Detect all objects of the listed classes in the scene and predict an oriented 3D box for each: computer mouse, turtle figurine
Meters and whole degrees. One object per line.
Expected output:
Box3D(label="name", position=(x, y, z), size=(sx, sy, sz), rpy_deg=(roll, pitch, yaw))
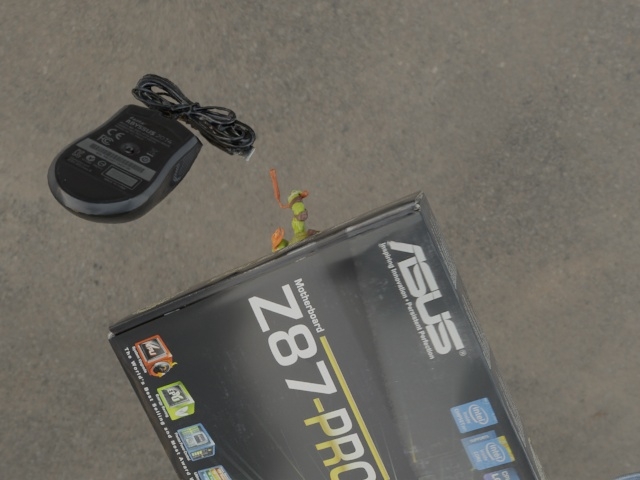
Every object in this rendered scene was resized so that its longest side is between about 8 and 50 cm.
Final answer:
Box3D(label="computer mouse", position=(-0.222, -0.100, 0.678), size=(0.188, 0.272, 0.072), rpy_deg=(31, 136, 4))
Box3D(label="turtle figurine", position=(0.000, 0.000, 0.927), size=(0.217, 0.087, 0.269), rpy_deg=(-5, 98, 17))

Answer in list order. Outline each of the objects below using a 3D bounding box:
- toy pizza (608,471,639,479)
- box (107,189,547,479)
Box3D(label="toy pizza", position=(0.171, 0.228, 0.306), size=(0.201, 0.032, 0.201), rpy_deg=(-1, 93, -18))
Box3D(label="box", position=(0.025, 0.195, 0.501), size=(0.318, 0.097, 0.395), rpy_deg=(-22, 95, 17))
